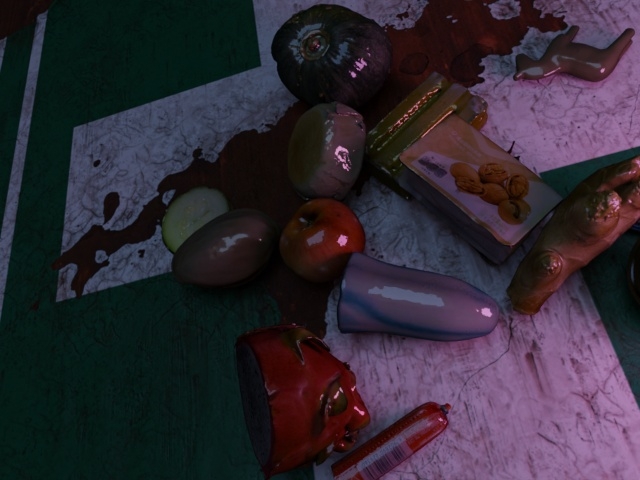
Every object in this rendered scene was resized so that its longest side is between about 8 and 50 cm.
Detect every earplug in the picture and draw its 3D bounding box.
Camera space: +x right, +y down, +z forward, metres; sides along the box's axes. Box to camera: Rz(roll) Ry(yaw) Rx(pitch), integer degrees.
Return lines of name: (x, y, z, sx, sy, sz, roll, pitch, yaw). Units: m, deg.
earplug: (0.214, 0.140, 1.148, 0.324, 0.185, 0.184, 10, 67, 15)

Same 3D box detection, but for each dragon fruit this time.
dragon fruit: (-0.035, 0.312, 1.089, 0.226, 0.305, 0.305, -8, 58, -19)

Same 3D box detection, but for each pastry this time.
pastry: (0.013, -0.219, 1.351, 0.133, 0.265, 0.264, 13, 59, -26)

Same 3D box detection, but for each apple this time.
apple: (0.000, 0.000, 1.272, 0.210, 0.164, 0.209, -18, 47, 21)

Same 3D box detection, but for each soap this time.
soap: (0.261, -0.271, 1.382, 0.315, 0.091, 0.199, -44, 61, -8)

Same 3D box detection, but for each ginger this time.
ginger: (0.531, -0.003, 1.065, 0.166, 0.236, 0.375, 29, 86, -4)

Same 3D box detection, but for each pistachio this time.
pistachio: (-0.236, 0.020, 1.340, 0.288, 0.166, 0.197, -19, 71, 7)

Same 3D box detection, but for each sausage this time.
sausage: (0.150, 0.410, 1.080, 0.274, 0.074, 0.074, -35, 59, -1)

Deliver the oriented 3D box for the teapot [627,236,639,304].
teapot: (0.726, 0.050, 1.026, 0.176, 0.185, 0.267, 9, 85, -13)

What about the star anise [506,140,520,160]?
star anise: (0.433, -0.164, 1.301, 0.158, 0.144, 0.140, 36, 123, 36)

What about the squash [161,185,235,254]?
squash: (-0.342, -0.047, 1.488, 0.220, 0.041, 0.219, -8, 65, 18)

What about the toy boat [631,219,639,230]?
toy boat: (0.767, -0.052, 1.108, 0.238, 0.098, 0.109, 10, 71, 21)

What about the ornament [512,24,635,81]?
ornament: (0.638, -0.474, 1.383, 0.230, 0.061, 0.244, 32, 74, 30)

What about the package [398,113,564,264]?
package: (0.335, -0.101, 1.202, 0.221, 0.165, 0.311, -38, 71, -25)

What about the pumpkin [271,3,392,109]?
pumpkin: (0.029, -0.504, 1.475, 0.291, 0.257, 0.327, -45, 66, 7)
